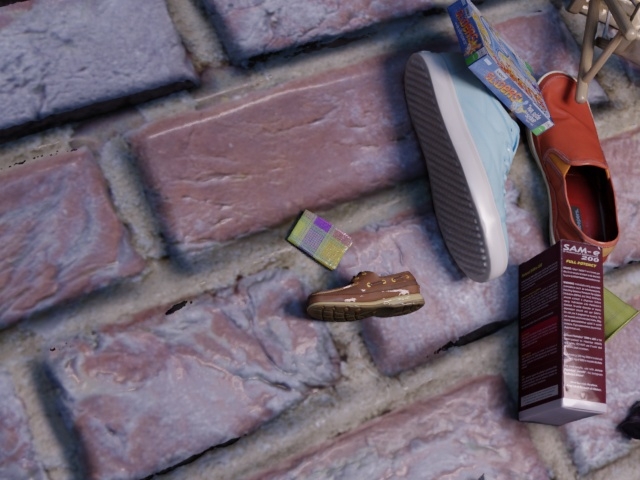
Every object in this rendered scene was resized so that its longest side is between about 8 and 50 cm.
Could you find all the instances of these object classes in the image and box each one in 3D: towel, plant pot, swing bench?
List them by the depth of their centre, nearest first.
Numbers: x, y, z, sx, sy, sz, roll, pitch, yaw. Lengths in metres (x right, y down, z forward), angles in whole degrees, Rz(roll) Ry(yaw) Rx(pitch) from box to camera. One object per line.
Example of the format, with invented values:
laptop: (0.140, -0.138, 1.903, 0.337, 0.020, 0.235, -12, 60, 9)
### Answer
towel: (0.000, 0.000, 1.456, 0.083, 0.009, 0.060, 33, 66, -4)
plant pot: (0.418, 0.104, 1.525, 0.083, 0.083, 0.079, -33, 72, -25)
swing bench: (0.546, -0.311, 1.623, 0.253, 0.165, 0.254, 18, 50, -11)

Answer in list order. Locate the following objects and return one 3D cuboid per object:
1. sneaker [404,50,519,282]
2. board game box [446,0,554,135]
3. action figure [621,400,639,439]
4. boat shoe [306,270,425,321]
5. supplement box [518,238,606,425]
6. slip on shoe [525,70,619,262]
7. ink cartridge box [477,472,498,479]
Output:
sneaker: (0.241, -0.122, 1.508, 0.150, 0.135, 0.365, -8, 75, -17)
board game box: (0.270, -0.259, 1.532, 0.201, 0.035, 0.136, 33, 34, -42)
action figure: (0.572, 0.203, 1.526, 0.185, 0.099, 0.285, 40, 62, 4)
boat shoe: (0.059, 0.075, 1.423, 0.178, 0.064, 0.060, -3, 68, -26)
supplement box: (0.341, 0.133, 1.455, 0.073, 0.130, 0.239, 9, 70, -15)
slip on shoe: (0.396, -0.116, 1.575, 0.123, 0.101, 0.331, 2, 70, -16)
ink cartridge box: (0.298, 0.416, 1.309, 0.223, 0.224, 0.045, 31, 107, -7)
